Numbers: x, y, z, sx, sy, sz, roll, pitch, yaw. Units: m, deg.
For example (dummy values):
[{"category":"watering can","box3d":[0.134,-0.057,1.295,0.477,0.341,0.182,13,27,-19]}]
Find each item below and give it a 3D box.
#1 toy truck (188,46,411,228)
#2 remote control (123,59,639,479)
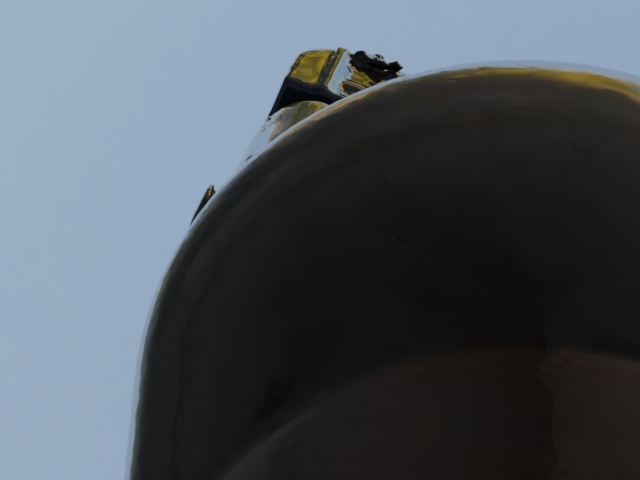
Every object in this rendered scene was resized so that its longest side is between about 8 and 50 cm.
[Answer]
[{"category":"toy truck","box3d":[0.000,0.000,0.702,0.088,0.074,0.201,24,-150,-1]},{"category":"remote control","box3d":[0.055,0.096,0.522,0.221,0.103,0.332,3,-119,1]}]
